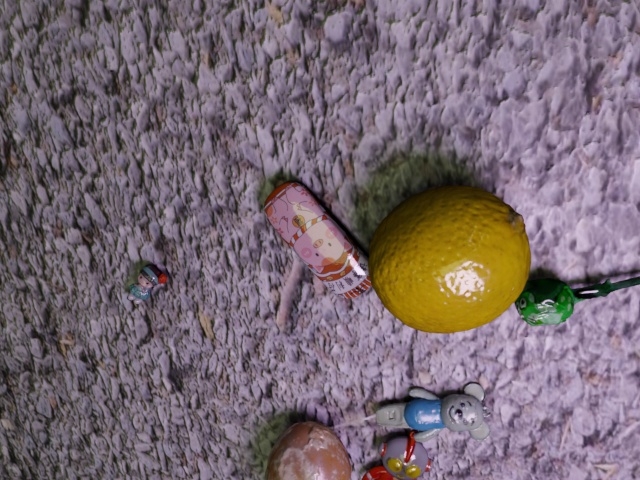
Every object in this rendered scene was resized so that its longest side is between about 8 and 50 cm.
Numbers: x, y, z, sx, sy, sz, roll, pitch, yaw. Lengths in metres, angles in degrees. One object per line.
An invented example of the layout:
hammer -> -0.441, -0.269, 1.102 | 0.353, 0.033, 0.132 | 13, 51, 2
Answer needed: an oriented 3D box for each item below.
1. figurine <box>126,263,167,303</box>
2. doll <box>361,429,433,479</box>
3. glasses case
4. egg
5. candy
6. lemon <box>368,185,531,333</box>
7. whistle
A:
figurine -> -0.385, 0.100, 1.113 | 0.060, 0.047, 0.106 | 44, 114, 5
doll -> 0.175, 0.515, 1.114 | 0.142, 0.076, 0.245 | 18, 115, 5
glasses case -> 0.000, 0.000, 0.984 | 0.103, 0.067, 0.266 | -41, 95, 22
egg -> -0.025, 0.507, 1.093 | 0.195, 0.195, 0.233 | 14, 97, 8
candy -> 0.516, 0.085, 0.903 | 0.324, 0.097, 0.097 | -15, 104, 9
lemon -> 0.214, 0.032, 0.854 | 0.267, 0.267, 0.267 | 4, 109, 11
whistle -> 0.231, 0.361, 1.047 | 0.236, 0.077, 0.113 | -8, 74, 17
